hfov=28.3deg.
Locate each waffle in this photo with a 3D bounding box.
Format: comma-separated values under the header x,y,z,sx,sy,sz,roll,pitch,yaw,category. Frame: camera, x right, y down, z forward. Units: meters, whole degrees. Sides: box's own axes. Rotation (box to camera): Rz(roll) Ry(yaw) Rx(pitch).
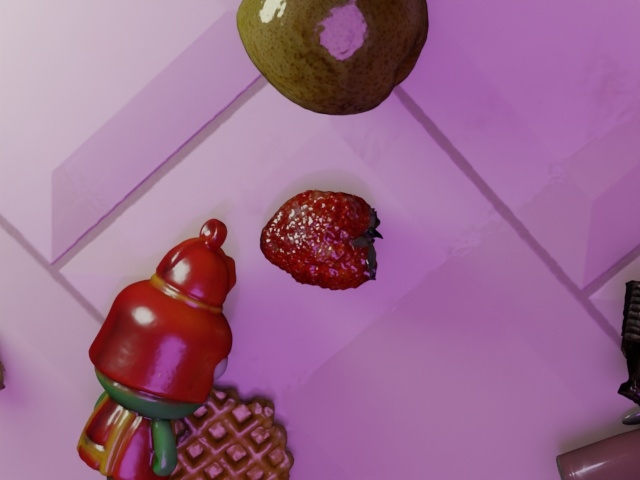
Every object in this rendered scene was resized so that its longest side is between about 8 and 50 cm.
x,y,z,sx,sy,sz,roll,pitch,yaw,category
-0.170,0.323,1.745,0.291,0.051,0.291,-1,107,-3,waffle

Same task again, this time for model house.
x,y,z,sx,sy,sz,roll,pitch,yaw,category
0.455,0.125,1.636,0.141,0.164,0.203,4,109,4,model house

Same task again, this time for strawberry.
x,y,z,sx,sy,sz,roll,pitch,yaw,category
0.002,-0.001,1.614,0.148,0.131,0.131,6,107,-10,strawberry

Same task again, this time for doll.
x,y,z,sx,sy,sz,roll,pitch,yaw,category
-0.204,0.139,1.621,0.160,0.182,0.363,23,95,-37,doll

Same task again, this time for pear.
x,y,z,sx,sy,sz,roll,pitch,yaw,category
0.027,-0.261,1.500,0.211,0.188,0.228,39,100,-8,pear

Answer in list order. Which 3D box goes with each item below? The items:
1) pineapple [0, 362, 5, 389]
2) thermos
x,y,z,sx,sy,sz,roll,pitch,yaw,category
-0.456,0.152,1.693,0.114,0.077,0.114,-13,123,39,pineapple
0.459,0.296,1.693,0.265,0.176,0.146,-25,146,11,thermos
